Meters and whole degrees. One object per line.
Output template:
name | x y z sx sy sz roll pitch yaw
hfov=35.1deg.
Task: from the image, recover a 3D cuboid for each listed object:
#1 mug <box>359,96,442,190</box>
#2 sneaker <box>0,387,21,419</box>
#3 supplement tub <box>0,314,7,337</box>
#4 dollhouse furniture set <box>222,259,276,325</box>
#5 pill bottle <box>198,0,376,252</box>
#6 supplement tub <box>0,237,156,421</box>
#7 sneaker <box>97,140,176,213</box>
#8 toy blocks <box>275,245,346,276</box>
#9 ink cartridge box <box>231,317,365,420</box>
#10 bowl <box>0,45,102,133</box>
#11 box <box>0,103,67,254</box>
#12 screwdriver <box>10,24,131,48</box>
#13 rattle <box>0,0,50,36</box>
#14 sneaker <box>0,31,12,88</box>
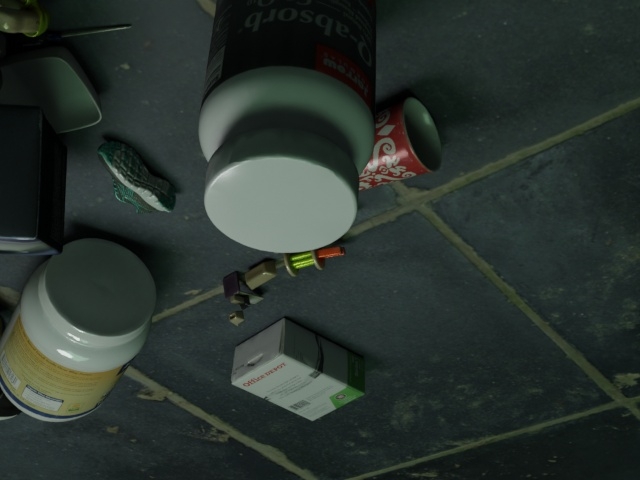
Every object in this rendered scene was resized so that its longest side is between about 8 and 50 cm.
mug | 0.088 -0.119 1.502 0.169 0.113 0.150 -18 136 29
sneaker | -0.707 0.275 2.059 0.283 0.107 0.124 31 128 -32
supplement tub | -0.685 0.151 1.855 0.144 0.144 0.200 -12 142 18
dollhouse furniture set | -0.103 0.095 1.819 0.114 0.091 0.081 -31 147 31
pill bottle | -0.036 -0.178 1.225 0.210 0.363 0.210 1 142 1
supplement tub | -0.432 0.160 1.789 0.228 0.228 0.316 19 140 -20
sneaker | -0.305 -0.090 1.600 0.076 0.065 0.166 -15 137 27
toy blocks | 0.000 0.000 1.701 0.148 0.054 0.123 -15 138 20
ink cartridge box | -0.044 0.258 2.002 0.219 0.093 0.160 31 133 -31
bowl | -0.392 -0.219 1.444 0.142 0.053 0.142 -10 140 14
box | -0.511 -0.076 1.371 0.296 0.183 0.294 2 175 -8
screwdriver | -0.342 -0.280 1.390 0.169 0.024 0.025 -2 113 3
rattle | -0.437 -0.342 1.286 0.199 0.130 0.143 25 128 21
sneaker | -0.446 -0.248 1.322 0.132 0.228 0.086 -13 125 -48
